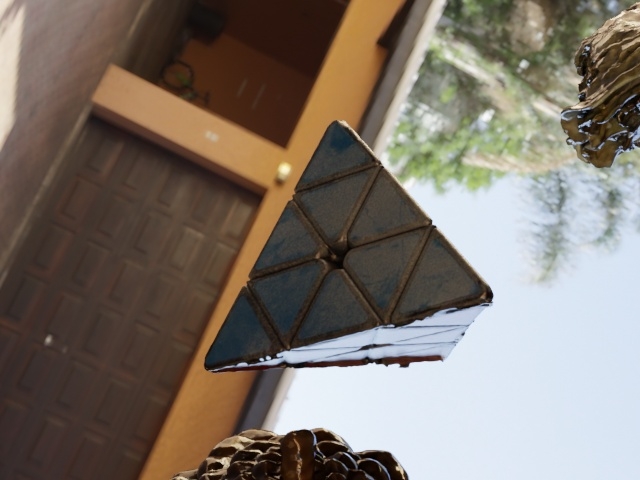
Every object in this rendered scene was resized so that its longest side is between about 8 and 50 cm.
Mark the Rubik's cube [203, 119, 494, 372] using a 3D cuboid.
[{"bbox_3d":[0.000,0.000,0.701,0.211,0.190,0.178,105,-26,-71],"label":"Rubik's cube"}]

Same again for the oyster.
[{"bbox_3d":[0.172,-0.089,0.461,0.125,0.064,0.177,-30,179,32],"label":"oyster"}]

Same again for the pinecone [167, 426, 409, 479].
[{"bbox_3d":[-0.026,0.265,0.664,0.244,0.244,0.309,-82,-173,-62],"label":"pinecone"}]
